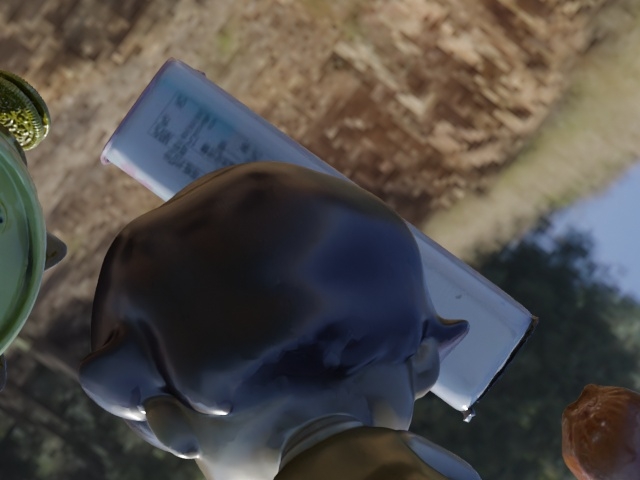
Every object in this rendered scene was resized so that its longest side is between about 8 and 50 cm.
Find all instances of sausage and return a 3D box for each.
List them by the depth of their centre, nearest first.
[{"bbox_3d":[0.348,0.268,1.501,0.097,0.348,0.094,-45,-175,1],"label":"sausage"}]

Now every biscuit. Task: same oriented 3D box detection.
[{"bbox_3d":[-0.275,-0.115,1.471,0.023,0.084,0.084,-54,-172,-37],"label":"biscuit"}]

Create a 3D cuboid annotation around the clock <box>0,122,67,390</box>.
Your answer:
[{"bbox_3d":[-0.357,0.001,1.373,0.117,0.348,0.286,12,-105,49],"label":"clock"}]

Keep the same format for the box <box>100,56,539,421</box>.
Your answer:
[{"bbox_3d":[0.000,0.000,1.382,0.112,0.369,0.190,-53,-178,2],"label":"box"}]

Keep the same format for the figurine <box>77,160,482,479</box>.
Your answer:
[{"bbox_3d":[0.004,0.117,0.985,0.218,0.365,0.206,-28,154,0],"label":"figurine"}]
